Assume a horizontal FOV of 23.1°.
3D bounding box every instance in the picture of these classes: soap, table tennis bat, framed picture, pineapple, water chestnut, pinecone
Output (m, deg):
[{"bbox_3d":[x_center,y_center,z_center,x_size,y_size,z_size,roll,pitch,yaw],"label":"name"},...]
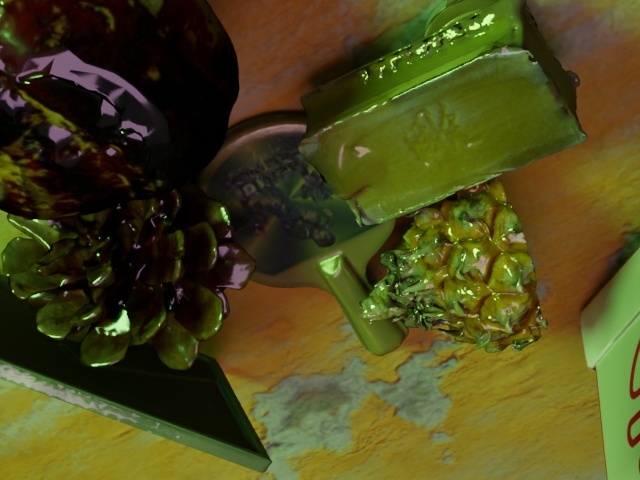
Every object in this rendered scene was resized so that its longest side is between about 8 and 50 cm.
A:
[{"bbox_3d":[0.107,-0.109,1.389,0.233,0.076,0.135,-24,132,22],"label":"soap"},{"bbox_3d":[0.000,0.000,1.556,0.198,0.050,0.321,-23,126,16],"label":"table tennis bat"},{"bbox_3d":[-0.215,0.117,1.522,0.324,0.240,0.020,24,101,-25],"label":"framed picture"},{"bbox_3d":[0.131,0.050,1.518,0.164,0.140,0.249,-16,132,-16],"label":"pineapple"},{"bbox_3d":[-0.200,-0.153,1.265,0.289,0.244,0.289,0,135,0],"label":"water chestnut"},{"bbox_3d":[-0.187,0.018,1.449,0.229,0.202,0.201,24,175,7],"label":"pinecone"}]

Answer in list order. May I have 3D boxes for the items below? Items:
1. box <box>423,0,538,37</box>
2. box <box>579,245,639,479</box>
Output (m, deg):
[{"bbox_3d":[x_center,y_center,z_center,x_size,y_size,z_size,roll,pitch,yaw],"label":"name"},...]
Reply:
[{"bbox_3d":[0.145,-0.176,1.407,0.106,0.037,0.105,-3,132,-3],"label":"box"},{"bbox_3d":[0.468,0.139,1.513,0.314,0.300,0.312,12,142,-15],"label":"box"}]
